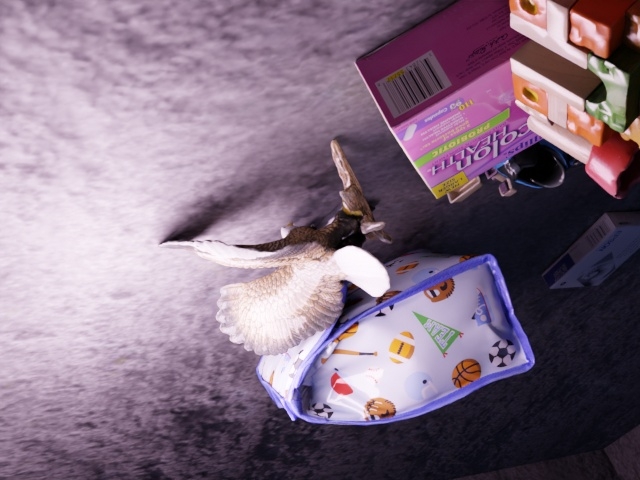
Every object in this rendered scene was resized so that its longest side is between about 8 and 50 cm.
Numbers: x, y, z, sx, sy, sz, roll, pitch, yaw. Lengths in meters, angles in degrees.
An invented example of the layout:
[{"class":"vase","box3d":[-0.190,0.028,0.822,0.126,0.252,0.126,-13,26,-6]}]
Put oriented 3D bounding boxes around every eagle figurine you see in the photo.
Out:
[{"class":"eagle figurine","box3d":[-0.049,0.031,1.610,0.298,0.226,0.225,-30,174,-2]}]

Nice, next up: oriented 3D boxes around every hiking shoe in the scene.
[{"class":"hiking shoe","box3d":[0.337,-0.127,1.708,0.304,0.132,0.113,2,141,-46]}]

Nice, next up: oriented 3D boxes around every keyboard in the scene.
[{"class":"keyboard","box3d":[0.000,0.000,1.774,0.108,0.023,0.180,5,139,-46]}]

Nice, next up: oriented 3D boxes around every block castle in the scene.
[{"class":"block castle","box3d":[0.394,-0.274,1.268,0.303,0.212,0.453,-45,151,-15]}]

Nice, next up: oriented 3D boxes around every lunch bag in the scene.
[{"class":"lunch bag","box3d":[0.091,0.162,1.802,0.385,0.239,0.328,-24,-175,-10]}]

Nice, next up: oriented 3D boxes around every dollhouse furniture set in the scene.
[{"class":"dollhouse furniture set","box3d":[0.235,-0.093,1.759,0.081,0.091,0.114,25,129,-39]}]

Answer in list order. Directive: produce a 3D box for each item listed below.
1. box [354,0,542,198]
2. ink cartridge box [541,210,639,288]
[{"class":"box","box3d":[0.193,-0.194,1.484,0.213,0.117,0.243,-30,154,8]},{"class":"ink cartridge box","box3d":[0.605,0.019,2.309,0.223,0.045,0.223,-5,146,-37]}]
